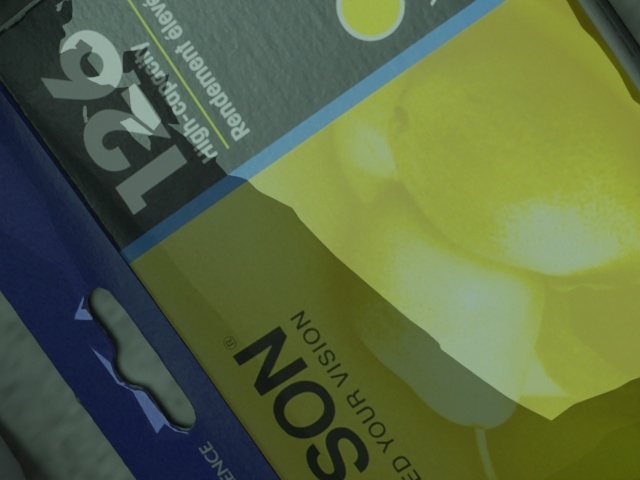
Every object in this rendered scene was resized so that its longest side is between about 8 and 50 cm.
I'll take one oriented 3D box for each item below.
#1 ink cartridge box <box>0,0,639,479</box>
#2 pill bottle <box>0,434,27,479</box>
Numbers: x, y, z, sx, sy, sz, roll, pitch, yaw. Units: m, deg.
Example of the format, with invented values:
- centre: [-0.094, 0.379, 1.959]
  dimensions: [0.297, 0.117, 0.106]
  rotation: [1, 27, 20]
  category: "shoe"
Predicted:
- centre: [0.000, 0.000, 0.676]
  dimensions: [0.307, 0.072, 0.304]
  rotation: [-35, 93, 17]
  category: "ink cartridge box"
- centre: [-0.279, 0.197, 0.742]
  dimensions: [0.169, 0.169, 0.301]
  rotation: [45, 109, 1]
  category: "pill bottle"
